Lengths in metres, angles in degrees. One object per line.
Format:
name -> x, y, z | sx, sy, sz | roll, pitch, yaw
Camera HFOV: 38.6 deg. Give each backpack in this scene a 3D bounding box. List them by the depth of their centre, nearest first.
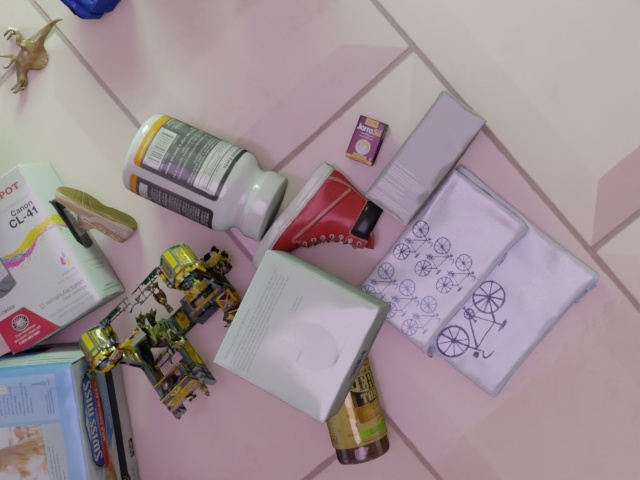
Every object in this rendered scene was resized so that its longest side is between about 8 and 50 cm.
backpack -> -0.451, -0.485, 1.733 | 0.120, 0.098, 0.101 | 43, 104, 2

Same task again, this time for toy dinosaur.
toy dinosaur -> -0.575, -0.381, 1.796 | 0.092, 0.053, 0.183 | 32, 108, -11

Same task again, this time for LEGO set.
LEGO set -> -0.258, 0.184, 1.691 | 0.331, 0.255, 0.192 | -41, 61, 0

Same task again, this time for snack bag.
snack bag -> 0.289, 0.087, 1.706 | 0.342, 0.037, 0.323 | 39, 100, 3

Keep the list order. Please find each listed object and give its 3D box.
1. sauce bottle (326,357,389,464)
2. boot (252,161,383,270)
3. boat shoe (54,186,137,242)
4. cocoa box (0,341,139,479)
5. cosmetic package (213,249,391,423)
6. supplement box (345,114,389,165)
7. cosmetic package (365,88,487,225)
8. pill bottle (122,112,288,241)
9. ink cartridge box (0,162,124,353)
sauce bottle -> 0.039, 0.245, 1.724 | 0.111, 0.111, 0.344 | -15, 93, 10
boot -> 0.000, 0.000, 1.720 | 0.176, 0.088, 0.244 | 40, 97, 2
boat shoe -> -0.444, -0.045, 1.776 | 0.170, 0.063, 0.059 | 29, 111, -19
cocoa box -> -0.514, 0.387, 1.767 | 0.231, 0.228, 0.347 | -7, 95, 10
cosmetic package -> -0.030, 0.164, 1.615 | 0.225, 0.138, 0.224 | 27, 94, 12
supplement box -> 0.087, -0.186, 1.705 | 0.055, 0.043, 0.083 | 21, 98, 8
cosmetic package -> 0.191, -0.150, 1.652 | 0.107, 0.127, 0.238 | 35, 98, 3
pill bottle -> -0.213, -0.113, 1.702 | 0.278, 0.162, 0.162 | 25, 99, 5
ink cartridge box -> -0.567, 0.033, 1.790 | 0.226, 0.131, 0.306 | -31, 91, 11
